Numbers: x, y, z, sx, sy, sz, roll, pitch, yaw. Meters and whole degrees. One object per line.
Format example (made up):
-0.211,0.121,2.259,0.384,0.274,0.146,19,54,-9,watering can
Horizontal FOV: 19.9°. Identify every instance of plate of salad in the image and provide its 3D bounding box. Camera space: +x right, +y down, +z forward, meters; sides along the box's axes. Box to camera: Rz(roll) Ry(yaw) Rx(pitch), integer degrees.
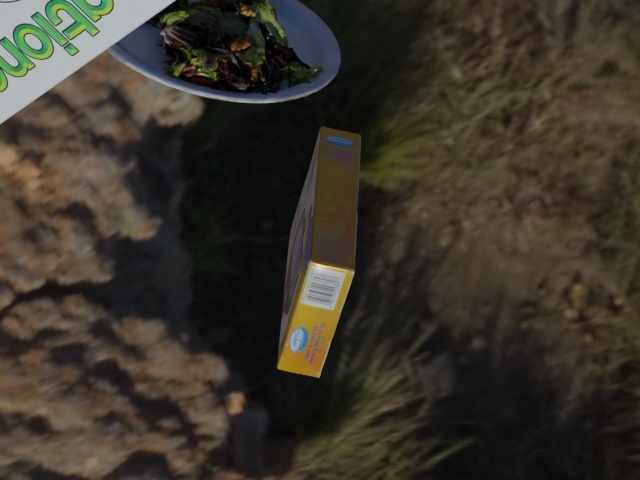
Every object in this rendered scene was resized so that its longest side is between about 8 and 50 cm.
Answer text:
-0.079,-0.168,1.382,0.200,0.048,0.200,12,34,-8,plate of salad

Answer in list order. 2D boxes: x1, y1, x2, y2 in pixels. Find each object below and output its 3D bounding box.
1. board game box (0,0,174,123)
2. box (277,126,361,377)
-0.167,-0.166,0.866,0.193,0.305,0.053,45,45,-18,board game box
0.000,0.000,1.012,0.028,0.081,0.136,11,39,-8,box
